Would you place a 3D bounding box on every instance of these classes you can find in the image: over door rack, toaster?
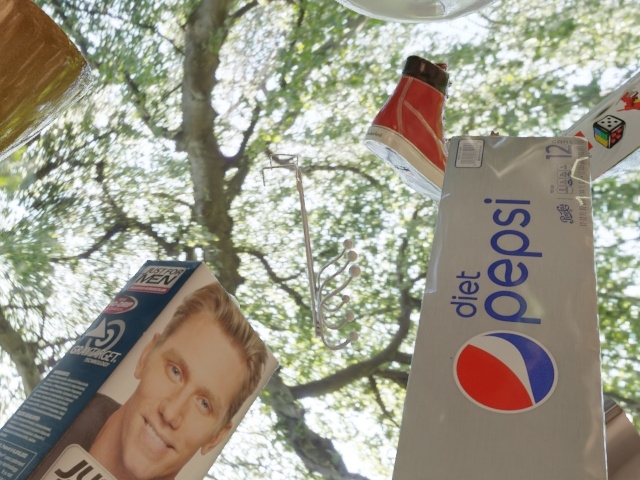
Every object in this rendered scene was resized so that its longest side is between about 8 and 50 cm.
[{"bbox_3d":[0.000,0.000,1.236,0.108,0.239,0.324,-18,-79,2],"label":"over door rack"},{"bbox_3d":[0.410,0.315,1.083,0.110,0.185,0.168,-36,-80,-4],"label":"toaster"}]

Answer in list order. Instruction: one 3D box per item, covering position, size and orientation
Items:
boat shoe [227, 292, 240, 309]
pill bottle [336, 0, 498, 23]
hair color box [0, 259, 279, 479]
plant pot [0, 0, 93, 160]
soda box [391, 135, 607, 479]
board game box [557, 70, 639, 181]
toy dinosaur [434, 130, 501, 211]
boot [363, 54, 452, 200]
[{"bbox_3d":[-0.300,0.157,1.224,0.097,0.324,0.117,44,-151,-55],"label":"boat shoe"},{"bbox_3d":[0.055,-0.234,0.368,0.117,0.117,0.215,12,-107,-24],"label":"pill bottle"},{"bbox_3d":[-0.203,0.199,0.727,0.347,0.105,0.174,-56,-51,-33],"label":"hair color box"},{"bbox_3d":[-0.458,-0.178,0.889,0.237,0.237,0.254,38,-109,-20],"label":"plant pot"},{"bbox_3d":[0.103,0.061,0.398,0.286,0.091,0.098,-72,-21,-43],"label":"soda box"},{"bbox_3d":[0.359,-0.143,0.669,0.305,0.193,0.053,-15,-112,-52],"label":"board game box"},{"bbox_3d":[0.265,-0.109,1.439,0.127,0.200,0.296,3,-97,-11],"label":"toy dinosaur"},{"bbox_3d":[0.180,-0.168,1.095,0.244,0.088,0.176,37,-104,-46],"label":"boot"}]
